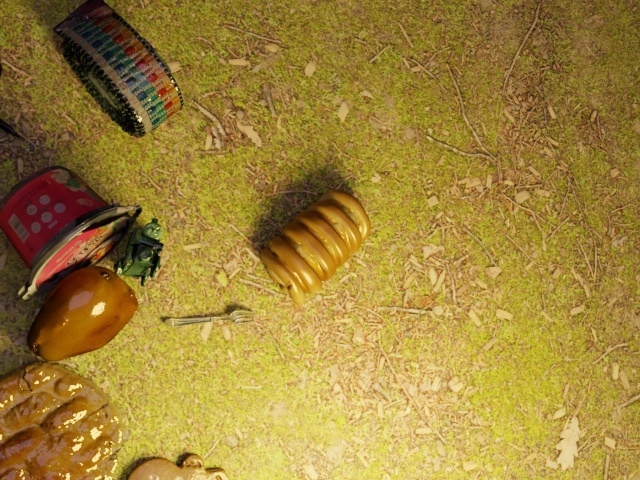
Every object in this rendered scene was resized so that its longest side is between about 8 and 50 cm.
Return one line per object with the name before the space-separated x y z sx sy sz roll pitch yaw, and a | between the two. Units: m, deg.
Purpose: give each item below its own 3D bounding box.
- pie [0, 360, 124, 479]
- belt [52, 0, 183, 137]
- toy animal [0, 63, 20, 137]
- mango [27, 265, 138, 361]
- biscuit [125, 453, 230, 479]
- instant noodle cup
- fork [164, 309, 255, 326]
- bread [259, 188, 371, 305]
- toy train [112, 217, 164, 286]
pie | -0.576 0.424 1.528 0.340 0.083 0.339 4 81 -25
belt | -0.437 -0.382 1.649 0.160 0.207 0.295 -40 83 -19
toy animal | -0.729 -0.275 1.550 0.197 0.160 0.272 37 77 -15
mango | -0.519 0.156 1.552 0.136 0.166 0.236 41 95 22
biscuit | -0.324 0.563 1.633 0.249 0.035 0.184 17 75 -19
instant noodle cup | -0.550 -0.038 1.536 0.302 0.258 0.181 -39 83 -27
fork | -0.256 0.183 1.725 0.220 0.028 0.034 -1 85 -23
bread | 0.000 0.000 1.812 0.173 0.121 0.311 48 67 -8
toy train | -0.390 0.023 1.604 0.083 0.200 0.132 21 68 -20
